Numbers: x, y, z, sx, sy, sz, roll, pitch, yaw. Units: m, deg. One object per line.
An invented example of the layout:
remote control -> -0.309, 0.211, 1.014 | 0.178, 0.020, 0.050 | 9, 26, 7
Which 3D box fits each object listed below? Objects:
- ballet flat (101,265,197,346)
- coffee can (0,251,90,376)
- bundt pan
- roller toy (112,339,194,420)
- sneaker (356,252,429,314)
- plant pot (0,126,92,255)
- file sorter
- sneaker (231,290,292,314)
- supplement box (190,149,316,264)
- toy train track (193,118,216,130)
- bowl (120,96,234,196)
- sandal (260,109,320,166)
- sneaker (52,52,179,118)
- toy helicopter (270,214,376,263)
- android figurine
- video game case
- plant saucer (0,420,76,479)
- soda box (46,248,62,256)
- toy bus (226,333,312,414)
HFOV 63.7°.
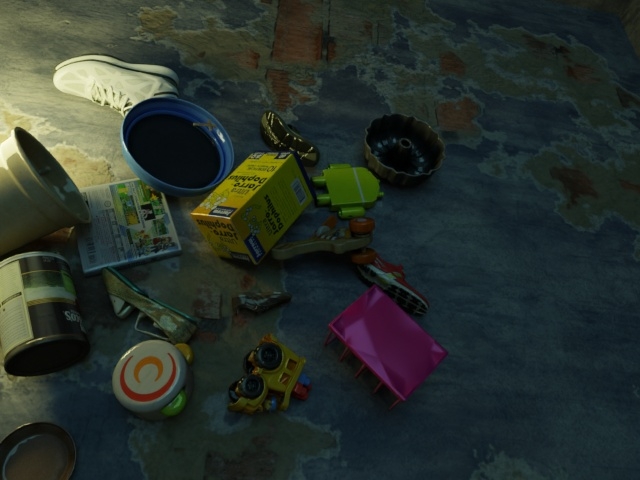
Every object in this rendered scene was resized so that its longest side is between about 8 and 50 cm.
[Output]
ballet flat -> -0.527, 0.200, 1.506 | 0.349, 0.123, 0.123 | 30, 57, 8
coffee can -> -0.762, 0.198, 1.396 | 0.202, 0.201, 0.275 | -17, 63, -21
bundt pan -> 0.318, -0.343, 2.026 | 0.331, 0.124, 0.330 | 5, 56, -8
roller toy -> -0.444, 0.375, 1.384 | 0.191, 0.146, 0.209 | -3, 59, -2
sneaker -> 0.257, 0.134, 1.720 | 0.279, 0.107, 0.118 | 38, 53, 12
plant pot -> -0.908, -0.110, 1.503 | 0.306, 0.334, 0.333 | -33, 68, -7
file sorter -> 0.180, 0.326, 1.530 | 0.202, 0.182, 0.291 | -37, 71, -28
sneaker -> -0.183, 0.199, 1.615 | 0.189, 0.066, 0.071 | -1, 75, -6
supplement box -> -0.209, -0.119, 1.682 | 0.194, 0.195, 0.356 | 8, 47, 37
toy train track -> -0.416, -0.413, 1.850 | 0.083, 0.014, 0.048 | -2, 71, -28
bowl -> -0.499, -0.325, 1.802 | 0.391, 0.077, 0.390 | 16, 56, -25
sandal -> -0.117, -0.385, 1.982 | 0.303, 0.120, 0.086 | 41, 31, 13
sneaker -> -0.748, -0.533, 1.890 | 0.448, 0.169, 0.257 | -1, 56, -16
toy helicopter -> 0.000, 0.000, 1.711 | 0.355, 0.140, 0.235 | -12, 21, -20
android figurine -> 0.103, -0.192, 1.922 | 0.273, 0.056, 0.248 | -6, 59, -15
video game case -> -0.643, -0.060, 1.689 | 0.300, 0.036, 0.328 | -14, 61, -20
plant saucer -> -0.710, 0.554, 1.278 | 0.199, 0.036, 0.198 | 5, 57, -8
soda box -> -0.860, 0.089, 1.532 | 0.181, 0.058, 0.061 | -18, 64, -22
toy bus -> -0.130, 0.408, 1.449 | 0.212, 0.149, 0.220 | 33, 58, -9
